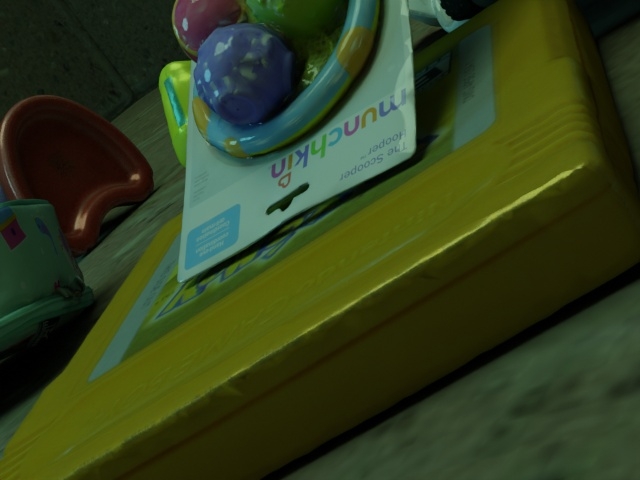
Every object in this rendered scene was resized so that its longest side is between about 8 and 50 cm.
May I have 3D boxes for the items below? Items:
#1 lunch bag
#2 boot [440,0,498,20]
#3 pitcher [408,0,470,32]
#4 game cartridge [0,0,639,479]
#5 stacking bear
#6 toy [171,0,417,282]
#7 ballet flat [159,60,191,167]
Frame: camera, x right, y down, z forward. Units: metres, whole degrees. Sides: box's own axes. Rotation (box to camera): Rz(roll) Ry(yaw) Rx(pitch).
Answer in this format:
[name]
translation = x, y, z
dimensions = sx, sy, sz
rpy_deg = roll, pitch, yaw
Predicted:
[lunch bag]
translation = -0.304, 0.067, 0.901
dimensions = 0.279, 0.108, 0.224
rpy_deg = -25, -2, 3
[boot]
translation = 0.198, -0.228, 0.845
dimensions = 0.161, 0.083, 0.246
rpy_deg = -3, 33, 46
[pitcher]
translation = 0.105, -0.265, 0.952
dimensions = 0.178, 0.125, 0.207
rpy_deg = -139, 58, -64
[game cartridge]
translation = 0.000, 0.000, 0.556
dimensions = 0.285, 0.053, 0.324
rpy_deg = -32, 12, 18
[stacking bear]
translation = -0.350, -0.027, 1.367
dimensions = 0.289, 0.164, 0.175
rpy_deg = -31, 13, 42
[toy]
translation = -0.028, -0.112, 0.574
dimensions = 0.137, 0.056, 0.237
rpy_deg = -29, 43, 33
[ballet flat]
translation = -0.023, -0.098, 0.773
dimensions = 0.077, 0.077, 0.231
rpy_deg = -34, -4, 32
